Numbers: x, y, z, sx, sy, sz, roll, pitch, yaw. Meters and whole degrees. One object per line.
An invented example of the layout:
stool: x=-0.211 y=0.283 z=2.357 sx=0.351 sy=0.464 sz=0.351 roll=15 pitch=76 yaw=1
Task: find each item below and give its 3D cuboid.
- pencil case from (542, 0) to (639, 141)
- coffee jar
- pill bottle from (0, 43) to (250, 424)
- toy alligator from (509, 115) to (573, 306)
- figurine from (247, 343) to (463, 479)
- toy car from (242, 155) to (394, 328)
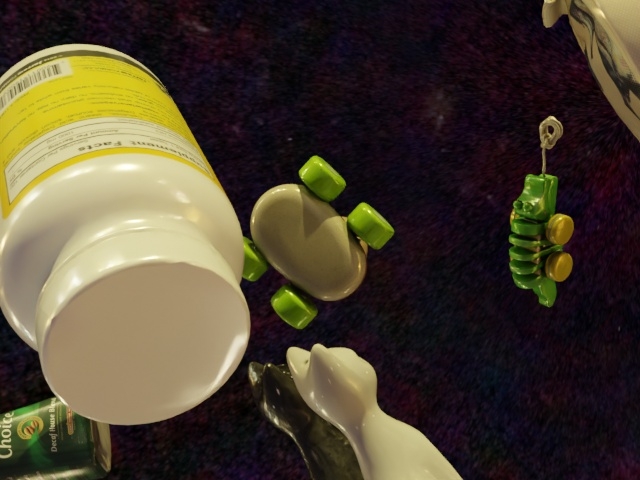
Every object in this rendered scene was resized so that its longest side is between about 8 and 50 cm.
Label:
pencil case: x=0.360 y=-0.206 z=0.572 sx=0.410 sy=0.160 sz=0.183 roll=-30 pitch=61 yaw=18
coffee jar: x=-0.323 y=0.224 z=0.937 sx=0.184 sy=0.079 sz=0.096 roll=-14 pitch=56 yaw=-3
pill bottle: x=-0.172 y=-0.016 z=0.711 sx=0.188 sy=0.188 sz=0.334 roll=-56 pitch=36 yaw=18
toy alligator: x=0.201 y=-0.020 z=0.826 sx=0.056 sy=0.051 sz=0.190 roll=23 pitch=125 yaw=51
figurine: x=0.025 y=0.179 z=0.761 sx=0.209 sy=0.092 sz=0.215 roll=53 pitch=155 yaw=0
toy car: x=0.000 y=0.000 z=1.044 sx=0.149 sy=0.188 sz=0.155 roll=45 pitch=100 yaw=6
